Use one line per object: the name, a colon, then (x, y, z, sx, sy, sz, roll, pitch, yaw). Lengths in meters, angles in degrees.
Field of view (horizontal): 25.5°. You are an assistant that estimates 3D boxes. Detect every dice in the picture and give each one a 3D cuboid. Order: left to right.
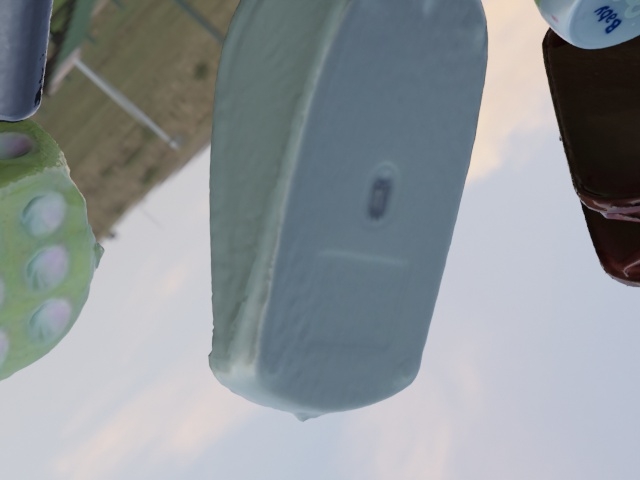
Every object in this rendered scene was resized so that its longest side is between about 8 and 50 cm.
dice: (-0.411, -0.002, 1.542, 0.250, 0.252, 0.254, 29, -137, 33)

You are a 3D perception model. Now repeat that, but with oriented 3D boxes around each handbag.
handbag: (0.298, -0.095, 0.956, 0.276, 0.084, 0.260, -15, -147, 9)

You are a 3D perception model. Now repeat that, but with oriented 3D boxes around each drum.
drum: (0.238, -0.197, 0.820, 0.253, 0.049, 0.130, -30, 157, 3)

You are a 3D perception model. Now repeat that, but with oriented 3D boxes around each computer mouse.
computer mouse: (0.006, -0.035, 0.630, 0.079, 0.128, 0.230, 13, -90, 45)

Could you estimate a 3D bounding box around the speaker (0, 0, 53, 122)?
speaker: (-0.296, -0.285, 1.044, 0.180, 0.184, 0.388, -119, -147, -42)
